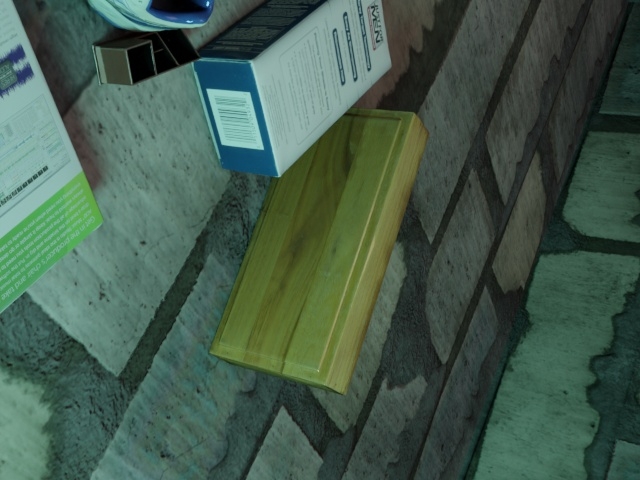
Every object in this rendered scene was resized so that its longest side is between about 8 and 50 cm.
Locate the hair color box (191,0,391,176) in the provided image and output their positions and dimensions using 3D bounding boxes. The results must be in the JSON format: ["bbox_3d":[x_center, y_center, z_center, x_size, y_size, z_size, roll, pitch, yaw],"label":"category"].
[{"bbox_3d":[-0.028,-0.255,1.273,0.347,0.105,0.174,-48,138,-42],"label":"hair color box"}]

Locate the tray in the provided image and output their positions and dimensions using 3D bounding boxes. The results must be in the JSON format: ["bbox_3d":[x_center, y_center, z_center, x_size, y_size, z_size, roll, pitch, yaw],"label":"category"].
[{"bbox_3d":[0.000,0.000,1.302,0.076,0.202,0.411,41,64,-55],"label":"tray"}]

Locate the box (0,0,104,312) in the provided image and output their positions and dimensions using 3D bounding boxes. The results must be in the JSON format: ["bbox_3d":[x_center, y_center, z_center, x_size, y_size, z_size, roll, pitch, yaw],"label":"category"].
[{"bbox_3d":[-0.346,-0.082,0.834,0.232,0.058,0.322,-50,138,-41],"label":"box"}]

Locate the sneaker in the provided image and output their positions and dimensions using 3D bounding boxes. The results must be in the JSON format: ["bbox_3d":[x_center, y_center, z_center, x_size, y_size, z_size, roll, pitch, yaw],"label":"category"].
[{"bbox_3d":[-0.222,-0.300,0.903,0.296,0.131,0.112,15,88,-59],"label":"sneaker"}]

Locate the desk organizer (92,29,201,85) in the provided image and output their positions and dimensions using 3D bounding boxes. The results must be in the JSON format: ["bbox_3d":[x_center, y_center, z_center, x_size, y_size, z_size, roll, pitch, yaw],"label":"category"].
[{"bbox_3d":[-0.201,-0.220,1.042,0.130,0.050,0.047,-38,130,-49],"label":"desk organizer"}]
